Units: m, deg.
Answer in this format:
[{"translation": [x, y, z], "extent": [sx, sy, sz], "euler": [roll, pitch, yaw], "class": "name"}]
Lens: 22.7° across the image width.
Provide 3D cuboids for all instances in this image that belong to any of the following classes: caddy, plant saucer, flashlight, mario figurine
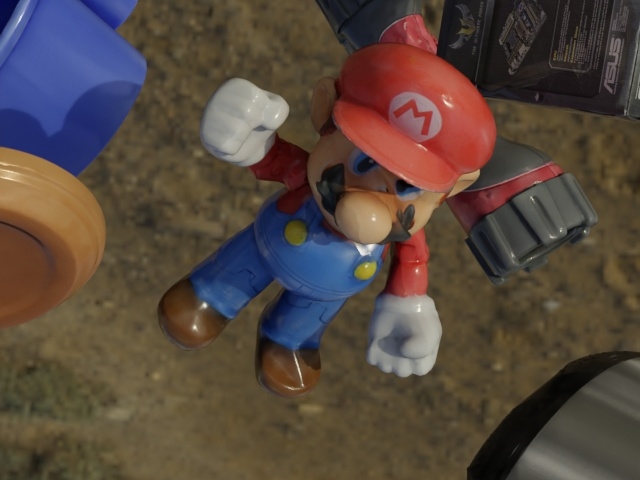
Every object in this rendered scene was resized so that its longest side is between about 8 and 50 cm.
[{"translation": [-0.302, -0.142, 1.343], "extent": [0.179, 0.241, 0.341], "euler": [31, 122, -34], "class": "caddy"}, {"translation": [-0.250, 0.008, 1.120], "extent": [0.199, 0.037, 0.200], "euler": [-6, 143, -4], "class": "plant saucer"}, {"translation": [0.103, -0.116, 1.282], "extent": [0.103, 0.304, 0.103], "euler": [-29, 169, -5], "class": "flashlight"}, {"translation": [0.000, 0.000, 1.080], "extent": [0.198, 0.170, 0.320], "euler": [-2, 145, -35], "class": "mario figurine"}]

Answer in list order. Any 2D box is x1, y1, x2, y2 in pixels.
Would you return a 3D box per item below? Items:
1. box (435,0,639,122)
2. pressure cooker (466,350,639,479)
[{"translation": [0.177, -0.206, 1.118], "extent": [0.056, 0.231, 0.183], "euler": [4, -173, -43], "class": "box"}, {"translation": [0.318, 0.320, 1.183], "extent": [0.420, 0.376, 0.370], "euler": [25, 167, 36], "class": "pressure cooker"}]
